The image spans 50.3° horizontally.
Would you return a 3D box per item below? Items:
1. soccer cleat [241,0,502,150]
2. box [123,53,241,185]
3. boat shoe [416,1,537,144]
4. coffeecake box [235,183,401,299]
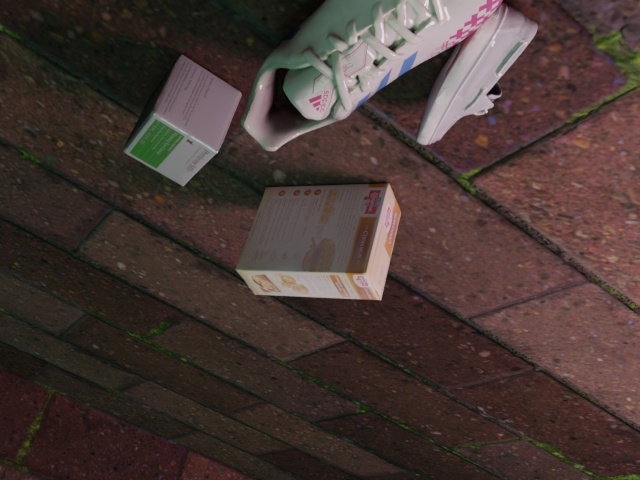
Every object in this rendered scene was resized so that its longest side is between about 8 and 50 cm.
[{"bbox_3d":[0.046,-0.177,0.606,0.116,0.143,0.331,43,141,-14],"label":"soccer cleat"},{"bbox_3d":[-0.164,-0.141,0.813,0.087,0.102,0.101,30,145,-22],"label":"box"},{"bbox_3d":[0.152,-0.157,0.685,0.063,0.066,0.184,21,138,-4],"label":"boat shoe"},{"bbox_3d":[0.000,0.000,0.911,0.186,0.142,0.068,0,145,25],"label":"coffeecake box"}]
